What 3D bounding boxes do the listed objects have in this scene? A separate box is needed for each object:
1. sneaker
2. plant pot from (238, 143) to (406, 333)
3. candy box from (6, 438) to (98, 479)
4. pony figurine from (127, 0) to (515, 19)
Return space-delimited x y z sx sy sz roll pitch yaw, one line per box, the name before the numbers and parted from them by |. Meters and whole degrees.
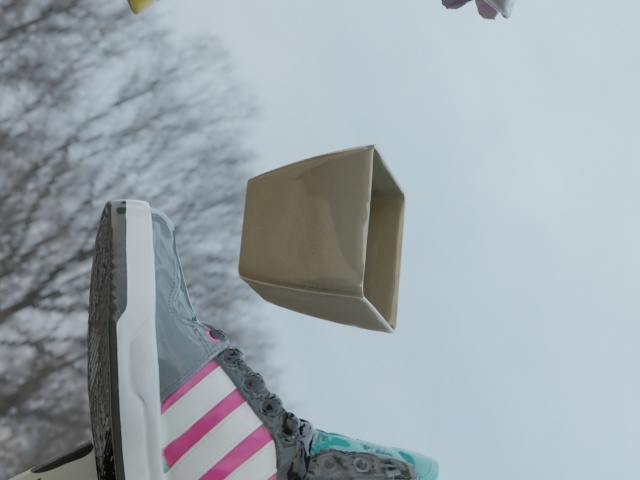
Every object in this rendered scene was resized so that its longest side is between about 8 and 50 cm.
sneaker | -0.029 0.114 0.831 0.124 0.178 0.295 131 -48 -66
plant pot | 0.000 0.000 1.062 0.109 0.096 0.109 50 44 -67
candy box | -0.131 0.249 0.919 0.071 0.159 0.233 14 52 -67
pony figurine | 0.016 -0.284 1.032 0.351 0.363 0.303 135 -70 -83
